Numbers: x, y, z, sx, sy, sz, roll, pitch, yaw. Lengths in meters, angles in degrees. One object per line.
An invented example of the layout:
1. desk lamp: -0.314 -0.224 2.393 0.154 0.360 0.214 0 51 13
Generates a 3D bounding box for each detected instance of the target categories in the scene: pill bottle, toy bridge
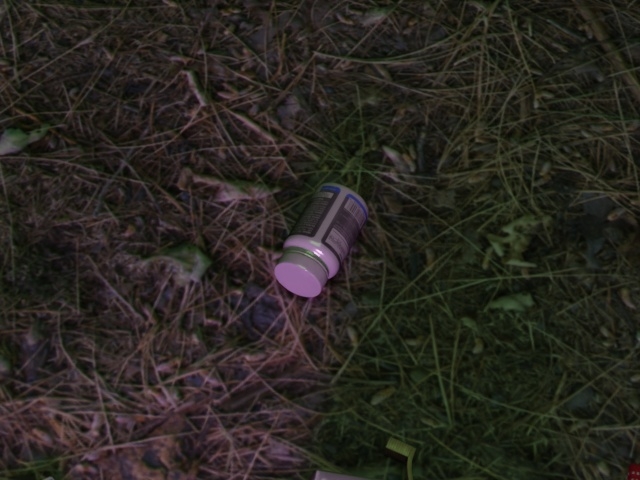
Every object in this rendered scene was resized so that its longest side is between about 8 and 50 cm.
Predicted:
1. pill bottle: 0.000 0.000 1.677 0.078 0.078 0.137 23 58 12
2. toy bridge: 0.070 0.316 1.500 0.063 0.026 0.188 22 59 9

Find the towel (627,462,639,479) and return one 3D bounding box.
1. towel: 0.369 0.400 1.398 0.199 0.031 0.274 37 52 -27

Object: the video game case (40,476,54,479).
1. video game case: -0.350 0.373 1.434 0.201 0.023 0.183 -22 60 -18

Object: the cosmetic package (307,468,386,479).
1. cosmetic package: 0.090 0.320 1.413 0.238 0.127 0.107 12 63 -6
